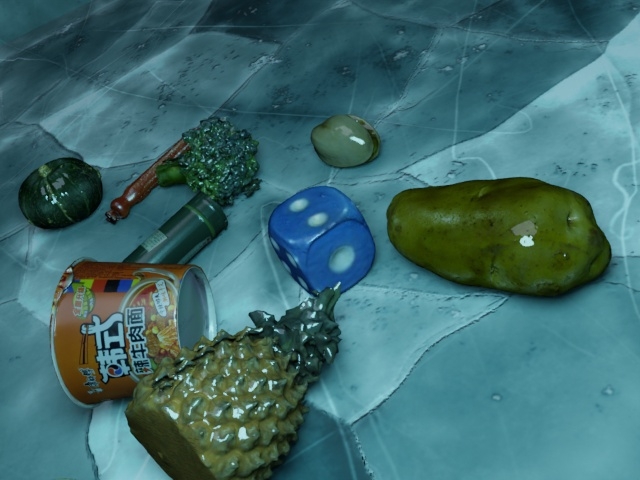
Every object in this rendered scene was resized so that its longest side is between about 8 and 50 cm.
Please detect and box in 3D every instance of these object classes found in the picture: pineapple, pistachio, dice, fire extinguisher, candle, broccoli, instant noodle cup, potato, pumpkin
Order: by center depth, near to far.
[{"bbox_3d":[-0.089,0.196,1.013,0.223,0.222,0.357,16,44,37],"label":"pineapple"},{"bbox_3d":[0.260,-0.018,1.088,0.369,0.176,0.195,10,79,38],"label":"potato"},{"bbox_3d":[-0.290,0.140,1.132,0.192,0.250,0.250,-6,44,9],"label":"instant noodle cup"},{"bbox_3d":[0.000,0.000,1.196,0.143,0.146,0.146,-32,41,-11],"label":"dice"},{"bbox_3d":[-0.311,0.034,1.356,0.294,0.093,0.118,-46,20,-21],"label":"fire extinguisher"},{"bbox_3d":[0.051,-0.202,1.417,0.149,0.113,0.113,24,61,33],"label":"pistachio"},{"bbox_3d":[-0.239,-0.181,1.511,0.198,0.177,0.275,-37,24,-23],"label":"broccoli"},{"bbox_3d":[-0.596,-0.109,1.596,0.190,0.146,0.190,-4,26,2],"label":"pumpkin"},{"bbox_3d":[-0.381,-0.159,1.621,0.051,0.048,0.329,26,60,26],"label":"candle"}]

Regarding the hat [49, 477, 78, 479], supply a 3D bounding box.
[{"bbox_3d":[-0.439,0.434,0.989,0.252,0.110,0.252,-13,44,13],"label":"hat"}]
